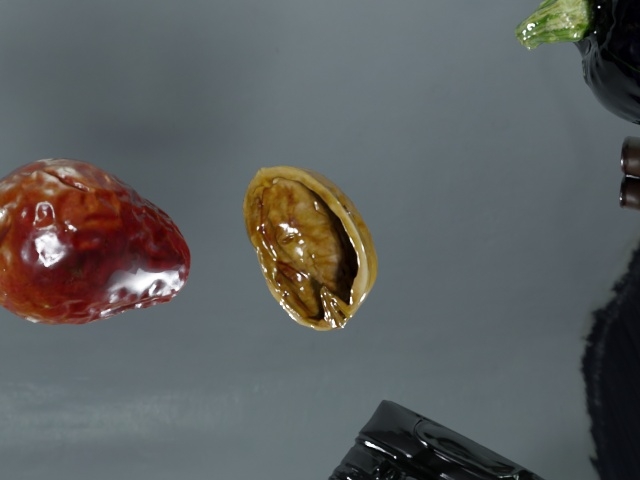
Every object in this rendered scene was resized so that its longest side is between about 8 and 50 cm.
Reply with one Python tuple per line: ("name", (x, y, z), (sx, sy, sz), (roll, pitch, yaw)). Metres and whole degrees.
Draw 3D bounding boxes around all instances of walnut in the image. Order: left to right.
("walnut", (0.001, -0.002, 1.048), (0.167, 0.211, 0.087), (-23, -178, 43))

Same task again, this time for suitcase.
("suitcase", (0.200, 0.364, 1.052), (0.188, 0.345, 0.339), (-49, 131, -17))

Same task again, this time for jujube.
("jujube", (-0.269, 0.008, 1.007), (0.190, 0.190, 0.255), (-33, 151, 23))

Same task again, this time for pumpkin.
("pumpkin", (0.371, -0.273, 1.002), (0.295, 0.296, 0.296), (-6, 137, -5))

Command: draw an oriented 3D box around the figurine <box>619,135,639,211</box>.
("figurine", (0.590, -0.083, 1.142), (0.370, 0.167, 0.281), (5, 111, 23))
